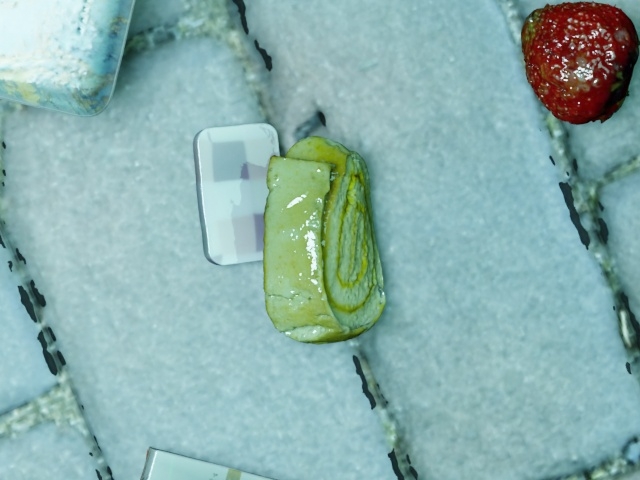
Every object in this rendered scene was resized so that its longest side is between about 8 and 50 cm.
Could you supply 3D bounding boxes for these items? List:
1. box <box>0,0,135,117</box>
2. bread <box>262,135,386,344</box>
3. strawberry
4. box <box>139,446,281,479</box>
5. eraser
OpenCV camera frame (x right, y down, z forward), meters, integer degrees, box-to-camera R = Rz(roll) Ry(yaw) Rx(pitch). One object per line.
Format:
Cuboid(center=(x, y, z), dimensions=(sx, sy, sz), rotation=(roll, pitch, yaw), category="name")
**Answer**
Cuboid(center=(-0.270, -0.182, 1.161), dimensions=(0.285, 0.044, 0.142), rotation=(13, 96, -9), category="box")
Cuboid(center=(0.000, 0.000, 1.273), dimensions=(0.064, 0.117, 0.156), rotation=(-5, 84, 23), category="bread")
Cuboid(center=(0.200, -0.142, 1.329), dimensions=(0.106, 0.106, 0.106), rotation=(0, 90, -12), category="strawberry")
Cuboid(center=(-0.033, 0.209, 1.298), dimensions=(0.218, 0.039, 0.055), rotation=(15, 85, -12), category="box")
Cuboid(center=(-0.061, -0.036, 1.301), dimensions=(0.065, 0.026, 0.105), rotation=(-7, 91, -15), category="eraser")
